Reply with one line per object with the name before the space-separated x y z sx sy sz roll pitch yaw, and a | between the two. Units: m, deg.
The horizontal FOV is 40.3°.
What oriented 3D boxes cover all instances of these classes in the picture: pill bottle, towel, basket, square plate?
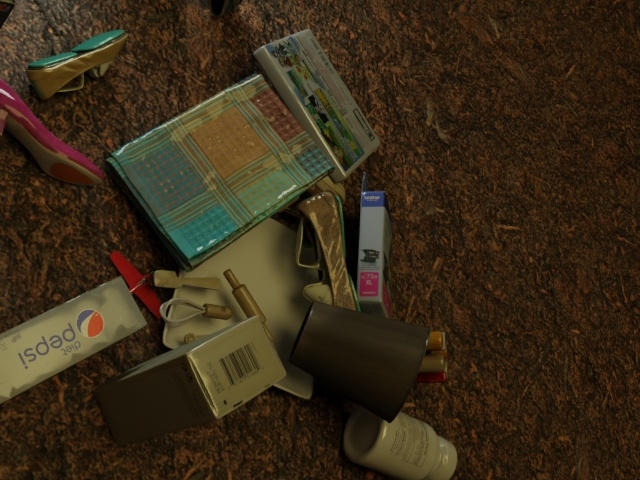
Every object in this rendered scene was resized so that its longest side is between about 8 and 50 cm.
pill bottle | 0.169 0.427 1.804 0.229 0.131 0.131 29 56 -30
towel | -0.186 -0.143 1.665 0.370 0.040 0.271 -35 81 -23
basket | 0.066 0.218 1.675 0.226 0.204 0.154 22 12 -2
square plate | -0.140 0.105 1.720 0.347 0.049 0.344 27 57 -31

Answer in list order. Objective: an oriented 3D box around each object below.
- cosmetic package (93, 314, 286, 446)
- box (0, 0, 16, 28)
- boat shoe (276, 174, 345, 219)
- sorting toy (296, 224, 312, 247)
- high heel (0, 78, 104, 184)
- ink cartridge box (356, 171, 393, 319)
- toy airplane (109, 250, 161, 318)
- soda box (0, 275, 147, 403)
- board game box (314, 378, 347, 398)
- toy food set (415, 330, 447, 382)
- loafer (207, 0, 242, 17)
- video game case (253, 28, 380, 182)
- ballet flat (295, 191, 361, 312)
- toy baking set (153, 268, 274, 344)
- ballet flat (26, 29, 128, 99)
cosmetic package | -0.218 0.232 1.417 0.160 0.309 0.113 -26 91 -45
box | -0.556 -0.402 1.429 0.044 0.233 0.159 6 69 -36
boat shoe | -0.079 -0.114 1.808 0.342 0.123 0.123 31 43 -36
sorting toy | 0.000 0.000 1.829 0.102 0.042 0.061 46 46 -19
high heel | -0.481 -0.187 1.525 0.244 0.082 0.117 24 56 -24
ink cartridge box | 0.123 0.026 1.911 0.186 0.065 0.311 68 21 -62
toy airplane | -0.340 0.089 1.562 0.151 0.028 0.151 18 60 -34
soda box | -0.428 0.163 1.393 0.286 0.091 0.098 -30 92 -39
board game box | 0.072 0.253 1.848 0.210 0.047 0.160 31 54 -29
toy food set | 0.225 0.260 1.934 0.232 0.104 0.111 40 47 -76
loafer | -0.207 -0.583 1.824 0.096 0.267 0.084 20 59 15
video game case | 0.002 -0.311 1.963 0.329 0.036 0.300 57 26 -8
ballet flat | 0.006 0.062 1.765 0.106 0.107 0.316 -11 90 -17
toy baking set | -0.192 0.143 1.602 0.196 0.030 0.256 -31 94 -43
ballet flat | -0.446 -0.326 1.624 0.232 0.080 0.073 -38 127 -41
